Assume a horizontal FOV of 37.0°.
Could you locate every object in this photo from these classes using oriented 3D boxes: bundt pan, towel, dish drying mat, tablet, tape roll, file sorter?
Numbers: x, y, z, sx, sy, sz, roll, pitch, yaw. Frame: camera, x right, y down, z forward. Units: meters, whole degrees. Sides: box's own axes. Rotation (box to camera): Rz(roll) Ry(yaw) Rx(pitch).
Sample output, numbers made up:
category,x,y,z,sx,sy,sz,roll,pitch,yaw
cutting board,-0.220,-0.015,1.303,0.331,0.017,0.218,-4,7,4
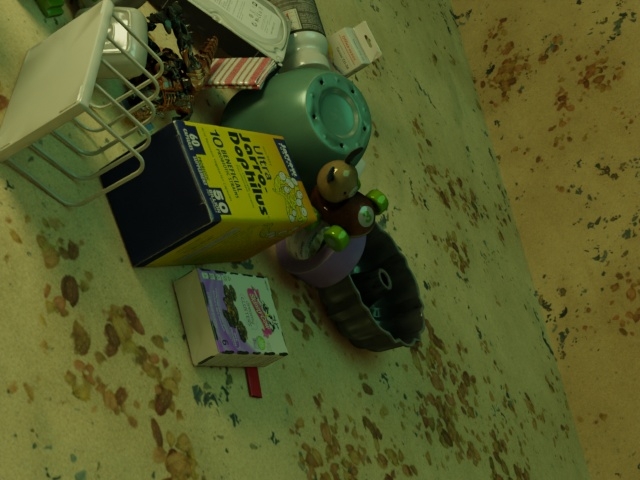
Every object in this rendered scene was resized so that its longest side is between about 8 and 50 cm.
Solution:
category,x,y,z,sx,sy,sz,roll,pitch,yaw
bundt pan,0.101,0.113,2.197,0.331,0.124,0.331,42,32,-34
towel,-0.204,-0.353,2.052,0.144,0.197,0.029,-67,154,-57
dish drying mat,-0.127,0.255,1.795,0.032,0.008,0.083,24,46,-49
tablet,-0.357,-0.245,1.860,0.083,0.006,0.054,58,27,-9
tape roll,0.000,0.000,2.054,0.080,0.189,0.189,33,38,-43
file sorter,-0.386,-0.221,1.589,0.173,0.193,0.278,45,31,-37

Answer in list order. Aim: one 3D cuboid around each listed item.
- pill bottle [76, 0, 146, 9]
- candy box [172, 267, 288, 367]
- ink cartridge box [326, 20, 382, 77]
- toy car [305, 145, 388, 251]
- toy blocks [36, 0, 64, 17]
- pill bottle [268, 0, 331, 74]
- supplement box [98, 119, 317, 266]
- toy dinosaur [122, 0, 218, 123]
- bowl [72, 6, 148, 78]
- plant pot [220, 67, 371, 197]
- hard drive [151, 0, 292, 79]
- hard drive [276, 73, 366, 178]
category,x,y,z,sx,sy,sz,roll,pitch,yaw
pill bottle,-0.445,-0.554,1.850,0.246,0.136,0.136,61,27,-1
candy box,-0.162,0.144,1.757,0.196,0.070,0.165,10,56,-53
ink cartridge box,0.055,-0.503,2.607,0.115,0.198,0.067,62,27,2
toy car,0.048,-0.102,1.902,0.149,0.188,0.155,37,60,20
toy blocks,-0.501,-0.624,1.681,0.381,0.261,0.191,59,27,-6
pill bottle,-0.070,-0.527,2.451,0.162,0.162,0.278,20,48,-53
supplement box,-0.198,-0.081,1.777,0.356,0.195,0.194,-2,67,-61
toy dinosaur,-0.305,-0.346,1.914,0.322,0.164,0.218,-76,142,-67
bowl,-0.391,-0.370,1.755,0.053,0.142,0.142,97,-8,-72
plant pot,-0.031,-0.239,2.069,0.293,0.235,0.293,14,67,-37
hard drive,-0.224,-0.536,2.209,0.339,0.064,0.237,32,36,-18
hard drive,-0.044,-0.212,2.235,0.318,0.040,0.210,43,53,-22
